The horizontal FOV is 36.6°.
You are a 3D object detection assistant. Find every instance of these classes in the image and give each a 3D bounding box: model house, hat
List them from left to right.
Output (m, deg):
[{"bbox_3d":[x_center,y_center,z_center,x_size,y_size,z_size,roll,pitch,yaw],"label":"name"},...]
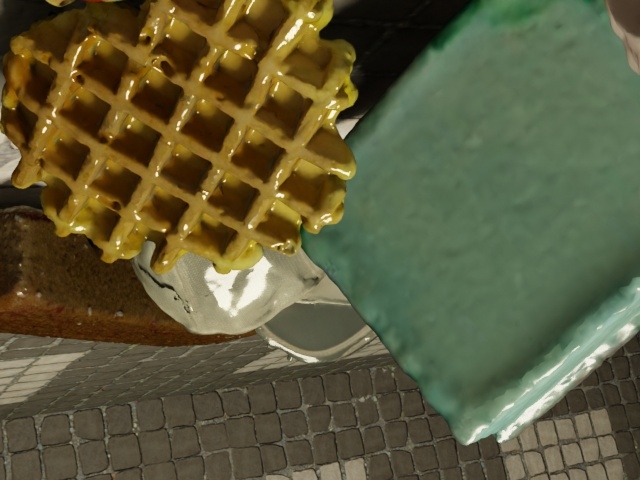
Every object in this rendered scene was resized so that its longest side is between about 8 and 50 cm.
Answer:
[{"bbox_3d":[-0.024,-0.028,0.799,0.275,0.232,0.161,4,148,-18],"label":"hat"},{"bbox_3d":[0.171,-0.024,0.727,0.280,0.230,0.248,-45,160,20],"label":"model house"}]

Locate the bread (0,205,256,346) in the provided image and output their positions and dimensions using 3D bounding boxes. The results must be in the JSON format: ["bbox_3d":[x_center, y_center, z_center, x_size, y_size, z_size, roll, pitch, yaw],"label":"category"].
[{"bbox_3d":[-0.228,0.052,1.070,0.165,0.113,0.416,-8,167,29],"label":"bread"}]

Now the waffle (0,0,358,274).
[{"bbox_3d":[-0.100,-0.083,0.622,0.253,0.056,0.249,4,124,13],"label":"waffle"}]

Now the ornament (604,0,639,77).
[{"bbox_3d":[0.249,-0.153,0.455,0.225,0.259,0.259,-15,166,-5],"label":"ornament"}]

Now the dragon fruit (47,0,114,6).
[{"bbox_3d":[-0.119,-0.156,0.480,0.116,0.081,0.086,-20,148,-19],"label":"dragon fruit"}]
